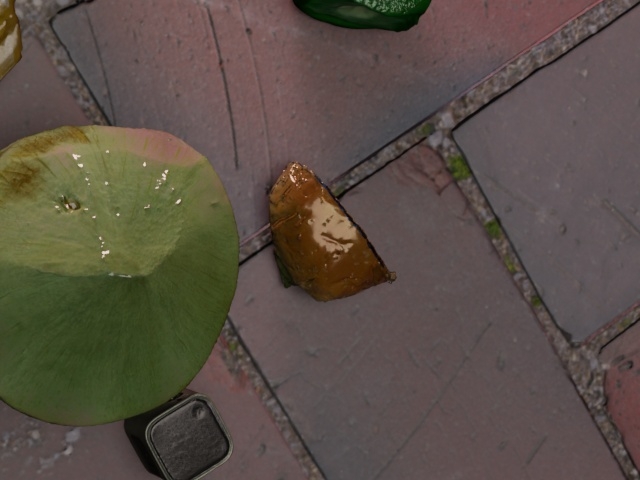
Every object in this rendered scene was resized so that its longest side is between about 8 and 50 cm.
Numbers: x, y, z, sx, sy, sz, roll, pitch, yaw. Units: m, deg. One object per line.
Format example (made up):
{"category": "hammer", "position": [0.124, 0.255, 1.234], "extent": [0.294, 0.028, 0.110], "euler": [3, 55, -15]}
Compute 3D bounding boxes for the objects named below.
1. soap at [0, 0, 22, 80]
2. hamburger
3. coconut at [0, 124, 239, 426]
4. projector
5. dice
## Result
{"category": "soap", "position": [-0.407, -0.182, 1.785], "extent": [0.160, 0.080, 0.257], "euler": [45, 76, -19]}
{"category": "hamburger", "position": [-0.001, 0.008, 1.952], "extent": [0.102, 0.087, 0.176], "euler": [-45, 109, -15]}
{"category": "coconut", "position": [-0.228, 0.029, 1.736], "extent": [0.328, 0.328, 0.281], "euler": [-28, 101, -18]}
{"category": "projector", "position": [-0.151, 0.206, 1.905], "extent": [0.083, 0.082, 0.083], "euler": [-31, 103, -18]}
{"category": "dice", "position": [0.048, -0.295, 1.934], "extent": [0.131, 0.128, 0.120], "euler": [12, 86, -20]}
